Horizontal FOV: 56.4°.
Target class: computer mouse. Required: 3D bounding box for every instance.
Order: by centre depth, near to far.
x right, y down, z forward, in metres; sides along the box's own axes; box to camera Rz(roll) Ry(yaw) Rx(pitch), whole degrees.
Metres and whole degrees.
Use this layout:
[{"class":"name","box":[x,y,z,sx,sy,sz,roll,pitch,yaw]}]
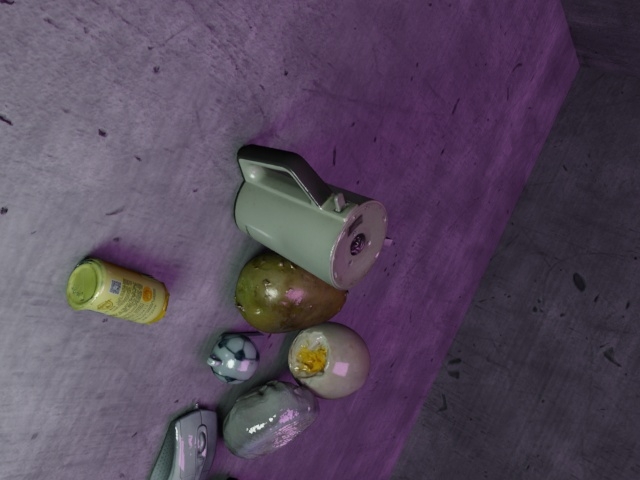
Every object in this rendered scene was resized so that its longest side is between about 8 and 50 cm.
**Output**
[{"class":"computer mouse","box":[-0.413,0.683,1.847,0.188,0.121,0.371,6,103,-57]}]

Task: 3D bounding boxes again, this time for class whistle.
[{"class":"whistle","box":[-0.240,0.359,1.831,0.289,0.163,0.164,8,105,-56]}]

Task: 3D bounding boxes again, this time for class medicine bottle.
[{"class":"medicine bottle","box":[-0.461,0.124,1.396,0.124,0.124,0.239,-63,148,-2]}]

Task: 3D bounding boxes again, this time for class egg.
[{"class":"egg","box":[0.045,0.438,2.169,0.336,0.278,0.278,26,90,-52]}]

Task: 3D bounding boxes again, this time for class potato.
[{"class":"potato","box":[-0.087,0.166,1.811,0.359,0.219,0.269,13,136,-42]}]

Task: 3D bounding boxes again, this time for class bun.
[{"class":"bun","box":[-0.173,0.598,2.031,0.354,0.194,0.354,-25,153,-13]}]

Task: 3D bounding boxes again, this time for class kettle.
[{"class":"kettle","box":[-0.050,-0.086,1.593,0.250,0.376,0.361,-49,145,-22]}]

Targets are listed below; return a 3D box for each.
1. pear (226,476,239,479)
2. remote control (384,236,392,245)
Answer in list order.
[{"class":"pear","box":[-0.298,1.039,2.059,0.399,0.165,0.399,14,90,-84]},{"class":"remote control","box":[0.171,-0.017,2.209,0.250,0.103,0.034,7,108,-55]}]
